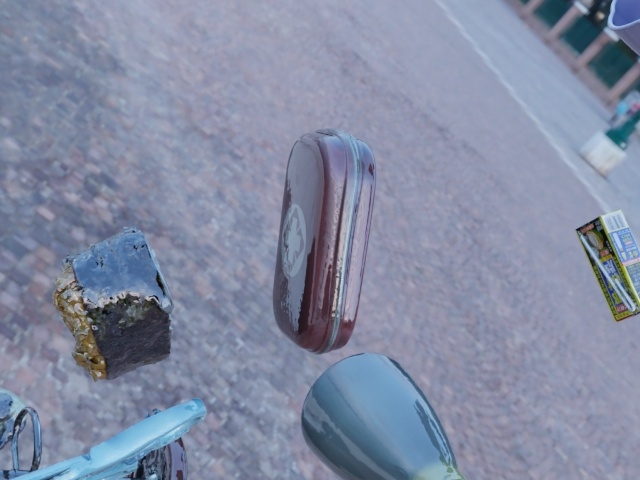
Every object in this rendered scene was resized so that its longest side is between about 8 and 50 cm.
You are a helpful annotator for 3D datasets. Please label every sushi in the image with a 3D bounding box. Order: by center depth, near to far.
[{"bbox_3d":[-0.388,0.116,1.874,0.208,0.348,0.234,-20,59,-17],"label":"sushi"}]

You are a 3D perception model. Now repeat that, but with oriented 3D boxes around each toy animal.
[{"bbox_3d":[-0.641,0.318,1.894,0.121,0.225,0.093,-36,120,-36],"label":"toy animal"}]

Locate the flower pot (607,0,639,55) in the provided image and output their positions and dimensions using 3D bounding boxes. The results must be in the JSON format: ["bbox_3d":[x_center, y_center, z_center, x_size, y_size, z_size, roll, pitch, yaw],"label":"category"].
[{"bbox_3d":[0.634,-0.352,1.592,0.243,0.265,0.265,40,18,-17],"label":"flower pot"}]

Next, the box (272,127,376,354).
[{"bbox_3d":[0.000,0.000,1.807,0.108,0.403,0.263,4,8,-21],"label":"box"}]

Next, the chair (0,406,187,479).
[{"bbox_3d":[-0.359,0.366,1.492,0.401,0.226,0.226,13,30,-27],"label":"chair"}]

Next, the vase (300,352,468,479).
[{"bbox_3d":[0.111,0.283,1.270,0.173,0.173,0.321,30,5,-31],"label":"vase"}]

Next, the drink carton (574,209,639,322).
[{"bbox_3d":[0.475,0.042,1.607,0.056,0.071,0.165,-15,77,-27],"label":"drink carton"}]

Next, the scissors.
[{"bbox_3d":[-0.229,0.216,0.933,0.032,0.180,0.393,56,12,11],"label":"scissors"}]
